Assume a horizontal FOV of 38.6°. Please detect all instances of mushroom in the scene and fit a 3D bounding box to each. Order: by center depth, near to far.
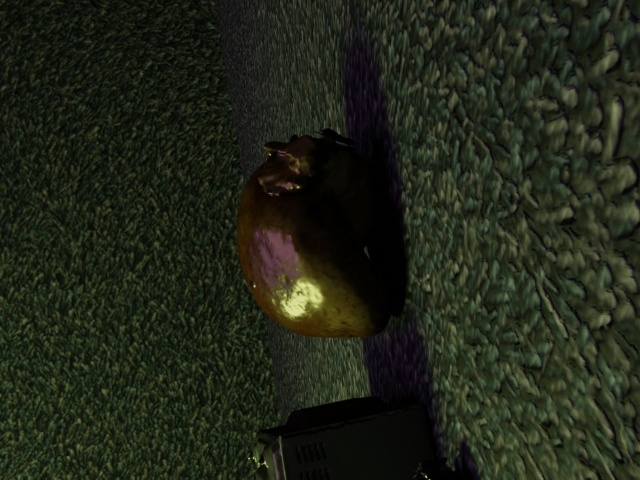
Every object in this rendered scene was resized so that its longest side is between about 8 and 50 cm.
[{"bbox_3d":[-0.012,-0.004,1.205,0.263,0.195,0.283,-108,12,-69],"label":"mushroom"}]

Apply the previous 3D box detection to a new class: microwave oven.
[{"bbox_3d":[0.025,0.368,1.260,0.355,0.219,0.286,130,129,-78],"label":"microwave oven"}]

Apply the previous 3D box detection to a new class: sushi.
[{"bbox_3d":[0.139,0.289,1.009,0.083,0.056,0.084,81,173,-52],"label":"sushi"}]
